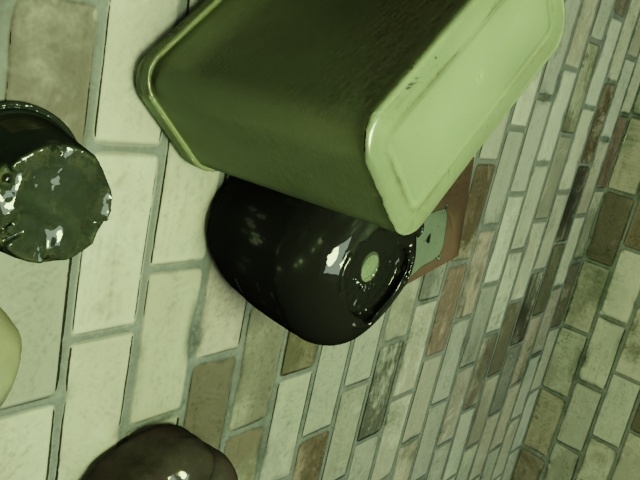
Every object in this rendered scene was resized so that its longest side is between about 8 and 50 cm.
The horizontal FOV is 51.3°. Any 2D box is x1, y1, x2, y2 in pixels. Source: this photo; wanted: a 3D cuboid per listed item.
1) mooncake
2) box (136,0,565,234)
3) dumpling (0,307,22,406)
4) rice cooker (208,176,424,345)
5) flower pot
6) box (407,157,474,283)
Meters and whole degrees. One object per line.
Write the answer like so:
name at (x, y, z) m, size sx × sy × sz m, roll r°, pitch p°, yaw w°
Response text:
mooncake at (-0.230, 0.384, 0.933) m, size 0.244 × 0.133 × 0.245 m, roll -24°, pitch 122°, yaw -48°
box at (0.032, -0.209, 0.745) m, size 0.352 × 0.343 × 0.177 m, roll -50°, pitch 138°, yaw -19°
dumpling at (-0.343, 0.135, 0.573) m, size 0.175 × 0.227 × 0.244 m, roll -16°, pitch 127°, yaw -25°
rice cooker at (0.000, 0.000, 0.918) m, size 0.267 × 0.224 × 0.267 m, roll -26°, pitch 126°, yaw -42°
flower pot at (-0.281, -0.049, 0.649) m, size 0.157 × 0.106 × 0.158 m, roll -25°, pitch 125°, yaw -40°
box at (0.177, -0.048, 1.222) m, size 0.215 × 0.086 × 0.215 m, roll -23°, pitch 126°, yaw -43°
